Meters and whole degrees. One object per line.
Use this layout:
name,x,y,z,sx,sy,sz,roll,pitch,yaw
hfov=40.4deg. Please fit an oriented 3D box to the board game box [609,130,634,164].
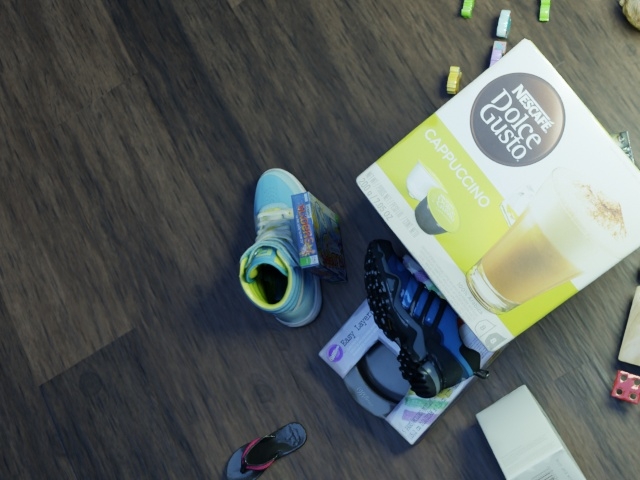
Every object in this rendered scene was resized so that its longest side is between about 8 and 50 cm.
board game box,0.508,-0.096,1.571,0.126,0.026,0.186,-11,76,15

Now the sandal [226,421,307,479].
sandal,-0.109,0.401,1.648,0.179,0.040,0.067,-34,72,8

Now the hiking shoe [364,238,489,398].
hiking shoe,0.173,0.128,1.534,0.132,0.113,0.304,-14,66,-18

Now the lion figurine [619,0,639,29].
lion figurine,0.740,-0.391,1.505,0.392,0.142,0.240,40,100,15

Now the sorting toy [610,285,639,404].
sorting toy,0.588,0.168,1.485,0.132,0.046,0.275,14,83,18

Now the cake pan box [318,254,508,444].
cake pan box,0.164,0.201,1.595,0.246,0.070,0.267,43,93,21

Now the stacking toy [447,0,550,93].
stacking toy,0.342,-0.377,1.662,0.167,0.052,0.221,9,81,18

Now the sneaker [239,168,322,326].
sneaker,-0.083,-0.004,1.632,0.127,0.208,0.319,-16,75,14

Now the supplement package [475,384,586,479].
supplement package,0.347,0.346,1.441,0.105,0.179,0.105,-35,114,8

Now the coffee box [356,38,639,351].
coffee box,0.311,-0.077,1.411,0.334,0.338,0.338,-39,85,14

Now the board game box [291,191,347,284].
board game box,0.000,0.000,1.610,0.035,0.201,0.136,-12,77,14
